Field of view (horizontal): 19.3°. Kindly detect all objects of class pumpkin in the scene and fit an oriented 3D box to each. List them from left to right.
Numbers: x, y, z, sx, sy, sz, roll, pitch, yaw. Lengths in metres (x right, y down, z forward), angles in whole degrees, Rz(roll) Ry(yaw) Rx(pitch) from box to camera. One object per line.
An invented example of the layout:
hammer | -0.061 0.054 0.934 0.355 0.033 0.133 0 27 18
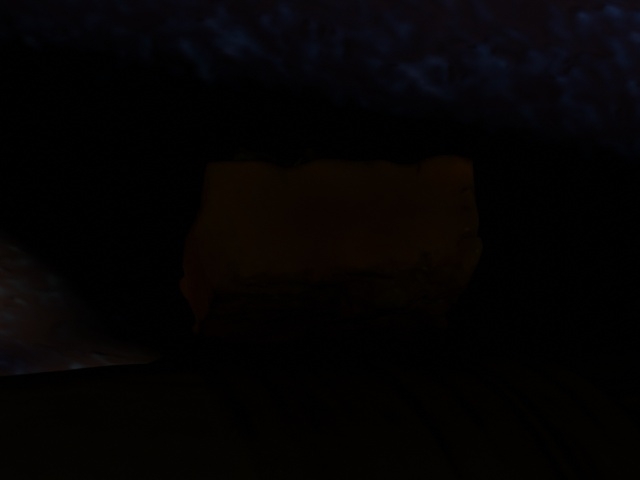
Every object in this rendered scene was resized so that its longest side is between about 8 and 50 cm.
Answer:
pumpkin | 0.000 0.000 0.542 0.083 0.054 0.074 -3 162 -13

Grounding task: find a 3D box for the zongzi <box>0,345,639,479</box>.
zongzi | -0.090 0.170 0.607 0.500 0.218 0.467 1 160 -16
